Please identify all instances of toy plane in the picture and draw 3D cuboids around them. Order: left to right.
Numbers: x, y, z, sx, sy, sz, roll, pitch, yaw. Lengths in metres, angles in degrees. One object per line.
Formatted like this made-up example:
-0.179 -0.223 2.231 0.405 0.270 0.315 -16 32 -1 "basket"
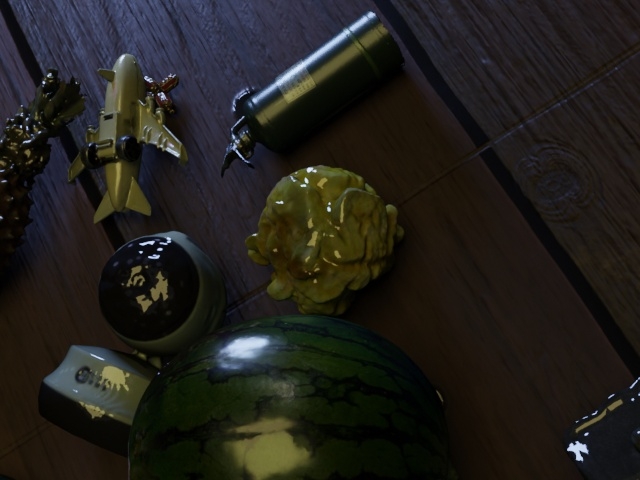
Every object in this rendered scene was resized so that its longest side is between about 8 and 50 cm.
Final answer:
-0.280 -0.149 1.418 0.229 0.092 0.244 -8 83 33 "toy plane"

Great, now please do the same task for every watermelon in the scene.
-0.030 0.248 1.098 0.363 0.363 0.363 -5 71 15 "watermelon"

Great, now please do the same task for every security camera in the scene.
-0.218 0.126 1.272 0.197 0.191 0.277 19 78 23 "security camera"

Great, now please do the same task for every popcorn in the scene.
0.001 0.000 1.259 0.185 0.167 0.187 38 90 25 "popcorn"

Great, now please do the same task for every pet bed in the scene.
0.390 0.227 1.069 0.211 0.159 0.183 -34 66 5 "pet bed"

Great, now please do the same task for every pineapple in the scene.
-0.462 -0.090 1.427 0.175 0.175 0.361 27 82 23 "pineapple"

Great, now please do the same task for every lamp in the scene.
-0.248 -0.214 1.478 0.083 0.031 0.063 1 72 21 "lamp"

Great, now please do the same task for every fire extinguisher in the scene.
-0.027 -0.191 1.371 0.294 0.093 0.118 -36 40 4 "fire extinguisher"

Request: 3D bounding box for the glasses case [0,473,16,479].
-0.372 0.353 1.305 0.184 0.078 0.039 18 79 21 "glasses case"
